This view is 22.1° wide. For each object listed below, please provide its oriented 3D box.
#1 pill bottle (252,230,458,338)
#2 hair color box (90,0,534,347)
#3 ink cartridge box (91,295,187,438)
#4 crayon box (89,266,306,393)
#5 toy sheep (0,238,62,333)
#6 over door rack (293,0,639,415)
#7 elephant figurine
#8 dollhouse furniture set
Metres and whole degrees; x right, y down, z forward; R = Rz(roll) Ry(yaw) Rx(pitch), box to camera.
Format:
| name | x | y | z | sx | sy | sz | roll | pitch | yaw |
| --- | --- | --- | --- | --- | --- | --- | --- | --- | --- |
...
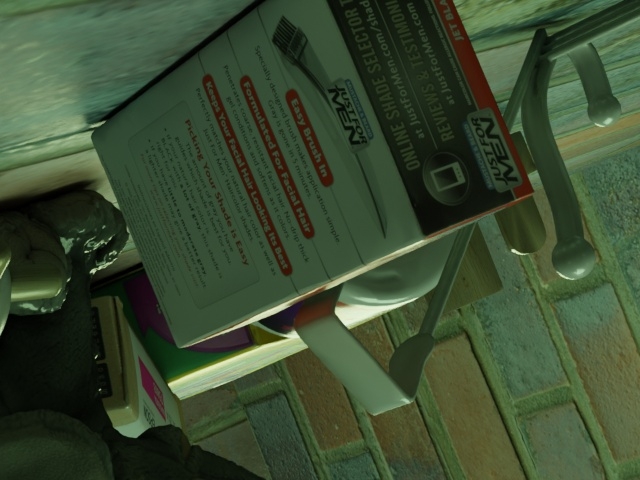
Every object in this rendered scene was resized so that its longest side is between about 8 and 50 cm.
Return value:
| name | x | y | z | sx | sy | sz | roll | pitch | yaw |
| --- | --- | --- | --- | --- | --- | --- | --- | --- | --- |
| pill bottle | 0.000 | 0.000 | 0.961 | 0.108 | 0.108 | 0.193 | -21 | 177 | -22 |
| hair color box | -0.010 | -0.028 | 0.575 | 0.053 | 0.093 | 0.167 | -21 | 177 | -34 |
| ink cartridge box | -0.210 | 0.138 | 1.189 | 0.193 | 0.088 | 0.234 | -13 | 155 | 2 |
| crayon box | -0.156 | 0.092 | 1.461 | 0.363 | 0.106 | 0.313 | -23 | 174 | 22 |
| toy sheep | -0.140 | 0.015 | 0.505 | 0.132 | 0.091 | 0.091 | 2 | 164 | -31 |
| over door rack | 0.162 | -0.040 | 0.697 | 0.239 | 0.108 | 0.324 | -25 | -166 | 37 |
| elephant figurine | -0.125 | 0.110 | 0.769 | 0.186 | 0.239 | 0.169 | -24 | 177 | 33 |
| dollhouse furniture set | 0.099 | -0.014 | 1.234 | 0.144 | 0.123 | 0.151 | -21 | 177 | -20 |
